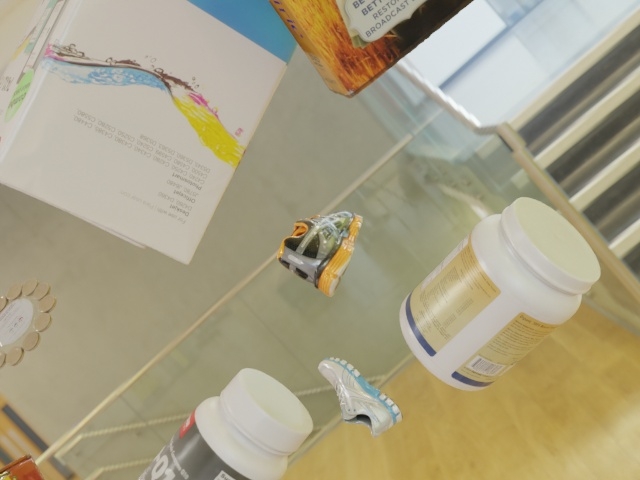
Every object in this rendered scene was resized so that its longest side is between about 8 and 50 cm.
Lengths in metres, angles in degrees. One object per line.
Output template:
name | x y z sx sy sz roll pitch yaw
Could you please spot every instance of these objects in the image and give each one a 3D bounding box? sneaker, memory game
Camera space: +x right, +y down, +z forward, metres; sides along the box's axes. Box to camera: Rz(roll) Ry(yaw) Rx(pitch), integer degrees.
sneaker | 0.057 0.295 1.584 0.083 0.191 0.071 -40 -31 -26
memory game | -0.554 0.151 1.536 0.186 0.012 0.186 -17 52 23
sneaker | 0.000 0.000 1.073 0.215 0.083 0.084 -69 3 -77

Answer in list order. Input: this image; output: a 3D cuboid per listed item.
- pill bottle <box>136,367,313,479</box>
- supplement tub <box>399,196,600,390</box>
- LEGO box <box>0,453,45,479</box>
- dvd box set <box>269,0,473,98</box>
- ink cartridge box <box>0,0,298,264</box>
pill bottle | -0.152 0.334 1.242 0.283 0.161 0.161 -51 4 10
supplement tub | 0.317 0.097 1.518 0.316 0.228 0.228 -49 1 32
LEGO box | -0.400 0.568 1.017 0.193 0.500 0.372 -32 -4 15
dvd box set | 0.018 -0.364 0.626 0.308 0.420 0.062 -39 27 -3
ink cartridge box | -0.179 -0.148 0.810 0.198 0.197 0.270 21 85 59
